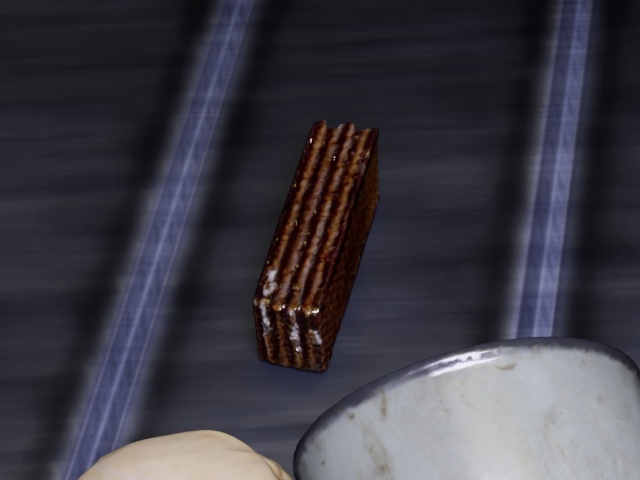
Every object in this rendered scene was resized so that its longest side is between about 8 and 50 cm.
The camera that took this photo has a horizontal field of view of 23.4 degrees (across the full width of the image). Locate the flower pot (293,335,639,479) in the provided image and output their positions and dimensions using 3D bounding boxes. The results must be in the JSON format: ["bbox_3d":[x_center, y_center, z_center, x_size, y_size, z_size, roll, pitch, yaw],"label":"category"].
[{"bbox_3d":[0.154,0.279,1.173,0.293,0.294,0.330,-11,57,-7],"label":"flower pot"}]

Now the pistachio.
[{"bbox_3d":[-0.114,0.236,1.315,0.200,0.117,0.145,-2,73,5],"label":"pistachio"}]

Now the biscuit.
[{"bbox_3d":[0.000,0.000,1.497,0.070,0.106,0.252,10,52,11],"label":"biscuit"}]
